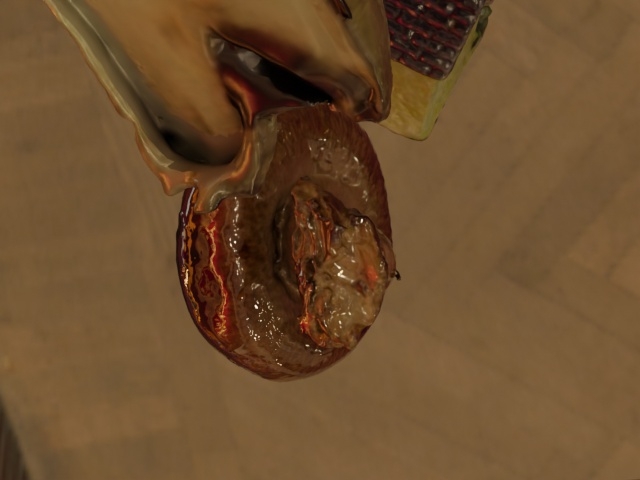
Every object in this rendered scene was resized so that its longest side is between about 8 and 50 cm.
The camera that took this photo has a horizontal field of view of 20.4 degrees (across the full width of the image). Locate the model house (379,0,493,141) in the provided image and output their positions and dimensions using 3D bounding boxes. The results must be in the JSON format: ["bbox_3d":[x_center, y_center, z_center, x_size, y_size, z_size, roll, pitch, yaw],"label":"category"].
[{"bbox_3d":[0.065,-0.240,1.692,0.194,0.170,0.211,29,155,7],"label":"model house"}]

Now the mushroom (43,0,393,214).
[{"bbox_3d":[-0.055,-0.179,1.146,0.217,0.212,0.292,-10,115,31],"label":"mushroom"}]

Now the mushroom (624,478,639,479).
[{"bbox_3d":[0.237,0.285,1.268,0.226,0.178,0.226,1,91,24],"label":"mushroom"}]

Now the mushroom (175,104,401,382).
[{"bbox_3d":[-0.009,-0.019,2.042,0.356,0.331,0.334,-23,170,41],"label":"mushroom"}]
